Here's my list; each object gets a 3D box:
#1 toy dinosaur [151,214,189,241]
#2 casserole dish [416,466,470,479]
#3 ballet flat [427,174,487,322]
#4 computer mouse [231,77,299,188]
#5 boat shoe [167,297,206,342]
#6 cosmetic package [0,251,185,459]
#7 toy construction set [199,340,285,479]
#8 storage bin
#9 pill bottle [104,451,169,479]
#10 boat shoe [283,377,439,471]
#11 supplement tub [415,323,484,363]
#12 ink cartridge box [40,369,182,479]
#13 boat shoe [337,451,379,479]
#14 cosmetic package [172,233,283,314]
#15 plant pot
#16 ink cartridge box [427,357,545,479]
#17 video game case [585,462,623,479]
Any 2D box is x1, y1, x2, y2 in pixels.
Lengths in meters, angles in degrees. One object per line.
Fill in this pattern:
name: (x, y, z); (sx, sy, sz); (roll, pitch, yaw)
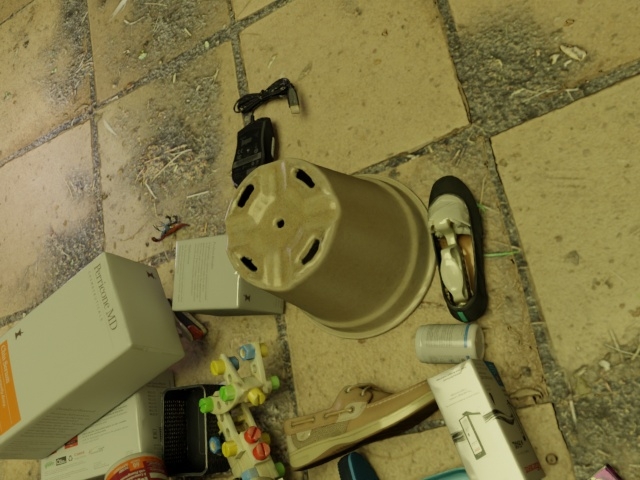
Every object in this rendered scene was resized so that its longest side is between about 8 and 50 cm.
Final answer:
toy dinosaur: (-0.370, -0.022, 1.578); (0.090, 0.047, 0.082); (33, 114, 22)
casserole dish: (0.213, 0.455, 1.121); (0.188, 0.037, 0.114); (-28, 66, 22)
ballet flat: (0.241, 0.004, 1.174); (0.095, 0.096, 0.281); (-18, 70, 26)
computer mouse: (-0.111, -0.232, 1.463); (0.184, 0.060, 0.262); (-20, 57, 30)
boat shoe: (-0.309, 0.174, 1.494); (0.043, 0.049, 0.137); (-30, 52, -26)
cosmetic package: (-0.523, 0.253, 1.387); (0.453, 0.161, 0.230); (-37, 59, 16)
toy construction set: (-0.132, 0.377, 1.254); (0.215, 0.151, 0.328); (-57, 36, 36)
storage bin: (-0.260, 0.397, 1.387); (0.122, 0.084, 0.180); (-13, 73, 28)
pill bottle: (-0.329, 0.525, 1.251); (0.121, 0.121, 0.221); (-49, 44, 12)
boat shoe: (0.067, 0.311, 1.190); (0.341, 0.121, 0.110); (-31, 64, 24)
supplement tub: (0.227, 0.181, 1.156); (0.107, 0.071, 0.071); (-4, 77, 30)
ink cartridge box: (-0.480, 0.393, 1.491); (0.309, 0.130, 0.272); (-22, 66, 25)
boat shoe: (0.076, 0.506, 1.151); (0.089, 0.109, 0.258); (-33, 62, 24)
cosmetic package: (-0.188, 0.076, 1.375); (0.183, 0.151, 0.152); (-5, 77, 32)
plant pot: (0.000, 0.000, 1.194); (0.333, 0.305, 0.334); (-8, 75, 30)
ink cartridge box: (0.267, 0.302, 1.058); (0.085, 0.148, 0.203); (-31, 66, 19)
video game case: (0.429, 0.493, 0.980); (0.210, 0.041, 0.232); (-45, 60, 13)
